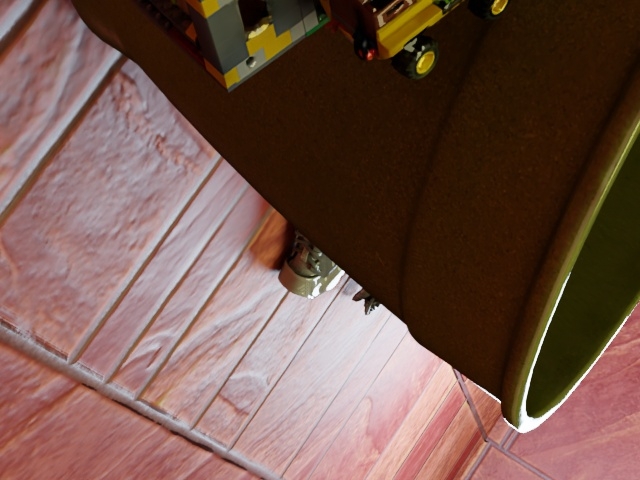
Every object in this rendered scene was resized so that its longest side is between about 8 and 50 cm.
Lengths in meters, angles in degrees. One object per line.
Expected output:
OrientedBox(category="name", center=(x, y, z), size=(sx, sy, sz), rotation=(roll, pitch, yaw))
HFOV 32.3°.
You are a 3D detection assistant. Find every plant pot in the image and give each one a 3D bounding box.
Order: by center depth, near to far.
OrientedBox(category="plant pot", center=(0.056, -0.144, 0.617), size=(0.366, 0.353, 0.366), rotation=(-48, 157, -28))

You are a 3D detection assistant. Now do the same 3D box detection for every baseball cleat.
OrientedBox(category="baseball cleat", center=(0.000, 0.000, 1.081), size=(0.109, 0.072, 0.206), rotation=(-48, 154, -9))

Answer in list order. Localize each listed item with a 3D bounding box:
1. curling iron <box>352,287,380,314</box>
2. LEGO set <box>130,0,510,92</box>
OrientedBox(category="curling iron", center=(0.117, -0.018, 1.373), size=(0.274, 0.035, 0.068), rotation=(-55, 180, -23))
OrientedBox(category="LEGO set", center=(-0.053, -0.223, 0.373), size=(0.255, 0.331, 0.192), rotation=(-32, 151, -11))
